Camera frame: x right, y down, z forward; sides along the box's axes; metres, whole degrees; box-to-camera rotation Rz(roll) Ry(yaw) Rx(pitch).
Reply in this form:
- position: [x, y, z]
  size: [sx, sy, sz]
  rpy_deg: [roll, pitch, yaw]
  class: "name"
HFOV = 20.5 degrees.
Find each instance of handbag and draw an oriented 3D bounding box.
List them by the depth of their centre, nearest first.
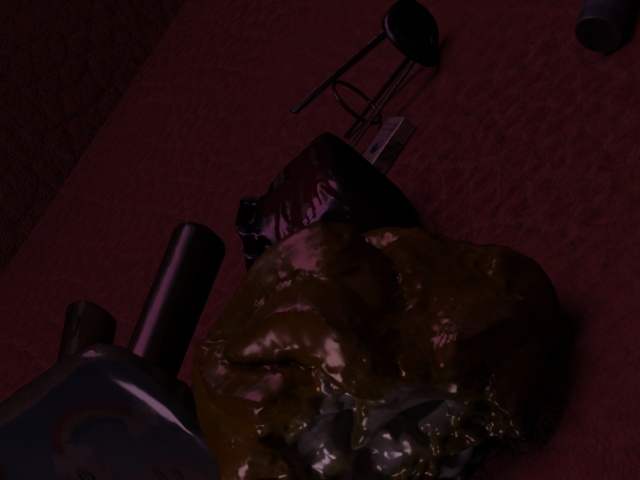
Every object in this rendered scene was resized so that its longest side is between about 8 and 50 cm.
- position: [0.000, 0.000, 1.980]
  size: [0.181, 0.181, 0.254]
  rpy_deg: [-47, 16, 11]
  class: "handbag"

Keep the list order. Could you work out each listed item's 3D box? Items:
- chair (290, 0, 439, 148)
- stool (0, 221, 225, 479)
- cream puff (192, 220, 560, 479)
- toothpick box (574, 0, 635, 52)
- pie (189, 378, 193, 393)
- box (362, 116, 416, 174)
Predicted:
- position: [0.074, -0.206, 2.320]
  size: [0.221, 0.104, 0.095]
  rpy_deg: [-51, 44, 22]
  class: "chair"
- position: [-0.149, 0.176, 1.822]
  size: [0.310, 0.310, 0.226]
  rpy_deg: [-33, 25, 44]
  class: "stool"
- position: [0.037, 0.095, 1.589]
  size: [0.323, 0.270, 0.274]
  rpy_deg: [-44, 15, 22]
  class: "cream puff"
- position: [0.305, -0.246, 1.881]
  size: [0.052, 0.052, 0.083]
  rpy_deg: [-30, 28, 50]
  class: "toothpick box"
- position: [-0.114, 0.163, 2.180]
  size: [0.154, 0.036, 0.154]
  rpy_deg: [-46, 20, 22]
  class: "pie"
- position: [0.081, -0.116, 2.233]
  size: [0.083, 0.024, 0.054]
  rpy_deg: [-55, 20, -8]
  class: "box"
